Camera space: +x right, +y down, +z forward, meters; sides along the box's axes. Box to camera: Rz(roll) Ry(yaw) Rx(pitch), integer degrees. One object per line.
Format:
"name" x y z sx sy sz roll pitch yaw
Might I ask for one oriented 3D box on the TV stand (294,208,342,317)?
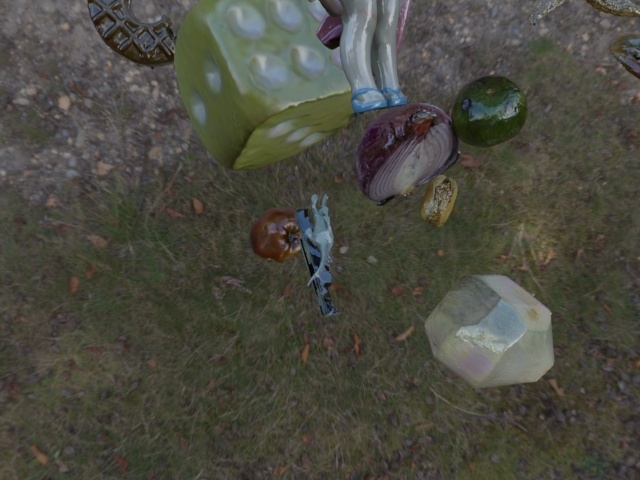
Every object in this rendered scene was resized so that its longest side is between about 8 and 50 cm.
"TV stand" -0.009 0.046 1.248 0.036 0.042 0.249 -8 65 -21

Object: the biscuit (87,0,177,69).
"biscuit" -0.559 -0.708 1.784 0.268 0.115 0.366 -6 98 -6

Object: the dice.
"dice" -0.079 -0.262 0.939 0.238 0.233 0.226 -22 85 -29

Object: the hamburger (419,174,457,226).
"hamburger" 0.322 -0.109 1.605 0.083 0.147 0.138 24 95 14

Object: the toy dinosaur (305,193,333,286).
"toy dinosaur" 0.002 0.000 1.036 0.039 0.082 0.209 -3 47 14

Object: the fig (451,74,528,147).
"fig" 0.283 -0.200 0.996 0.123 0.156 0.123 -7 58 12

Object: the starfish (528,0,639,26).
"starfish" 0.473 -0.504 1.092 0.302 0.060 0.299 -26 99 -6

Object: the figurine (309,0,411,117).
"figurine" 0.009 -0.234 0.500 0.205 0.103 0.260 -18 102 -35

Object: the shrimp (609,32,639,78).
"shrimp" 0.842 -0.470 1.539 0.152 0.063 0.287 10 45 4

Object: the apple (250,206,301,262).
"apple" -0.107 -0.019 1.567 0.156 0.158 0.147 -20 90 -28

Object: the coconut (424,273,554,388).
"coconut" 0.316 0.178 1.093 0.237 0.237 0.197 31 110 0

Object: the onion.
"onion" 0.196 -0.249 1.385 0.267 0.348 0.159 -24 67 -13
